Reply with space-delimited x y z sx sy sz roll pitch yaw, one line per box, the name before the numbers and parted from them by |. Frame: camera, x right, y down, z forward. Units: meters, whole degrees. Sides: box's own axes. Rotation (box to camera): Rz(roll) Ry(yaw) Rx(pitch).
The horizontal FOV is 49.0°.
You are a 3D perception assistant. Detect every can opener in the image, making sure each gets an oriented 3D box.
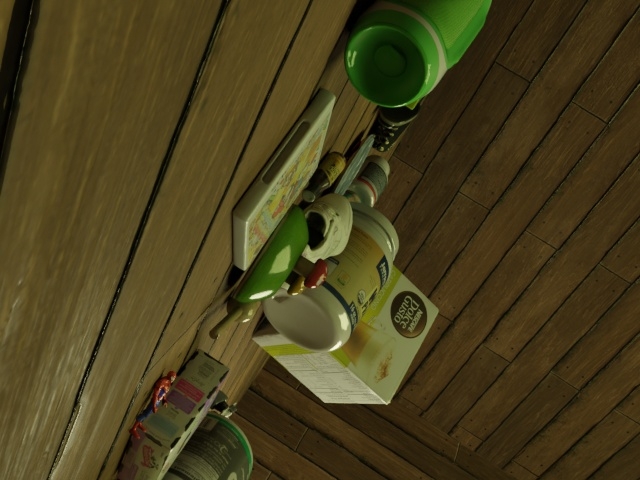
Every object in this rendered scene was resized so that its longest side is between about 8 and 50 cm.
can opener | -0.299 0.446 1.765 0.076 0.095 0.283 -44 168 13

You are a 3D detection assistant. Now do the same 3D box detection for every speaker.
speaker | 0.138 -0.289 0.924 0.297 0.131 0.131 -54 175 -44

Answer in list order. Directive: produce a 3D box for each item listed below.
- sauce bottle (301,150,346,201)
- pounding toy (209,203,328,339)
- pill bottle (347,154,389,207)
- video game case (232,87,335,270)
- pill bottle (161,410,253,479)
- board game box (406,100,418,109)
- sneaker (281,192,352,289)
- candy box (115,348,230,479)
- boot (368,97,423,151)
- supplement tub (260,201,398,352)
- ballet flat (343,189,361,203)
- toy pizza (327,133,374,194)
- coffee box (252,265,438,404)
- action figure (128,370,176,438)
sauce bottle | 0.005 -0.114 1.273 0.128 0.042 0.042 -56 176 -42
pounding toy | -0.065 0.066 1.146 0.237 0.110 0.183 -57 -176 10
pill bottle | 0.123 -0.157 1.912 0.180 0.107 0.108 -54 174 -47
video game case | -0.054 -0.074 0.963 0.206 0.026 0.227 -56 176 -18
pill bottle | -0.276 0.495 1.341 0.204 0.204 0.361 -59 176 19
board game box | 0.170 -0.319 1.355 0.043 0.092 0.181 -59 176 34
sneaker | 0.005 -0.023 1.436 0.305 0.114 0.152 -54 175 -49
candy box | -0.249 0.308 1.192 0.165 0.070 0.196 -61 176 39
boot | 0.173 -0.283 1.738 0.179 0.085 0.236 -58 177 38
supplement tub | 0.030 0.077 1.629 0.316 0.228 0.228 -51 173 -38
ballet flat | 0.000 0.000 1.854 0.106 0.107 0.316 -19 140 -51
toy pizza | 0.065 -0.169 1.670 0.201 0.032 0.201 -58 175 -8
coffee box | 0.073 0.247 2.056 0.338 0.334 0.338 -20 -149 57
action figure | -0.245 0.241 1.044 0.115 0.030 0.038 -61 171 14
